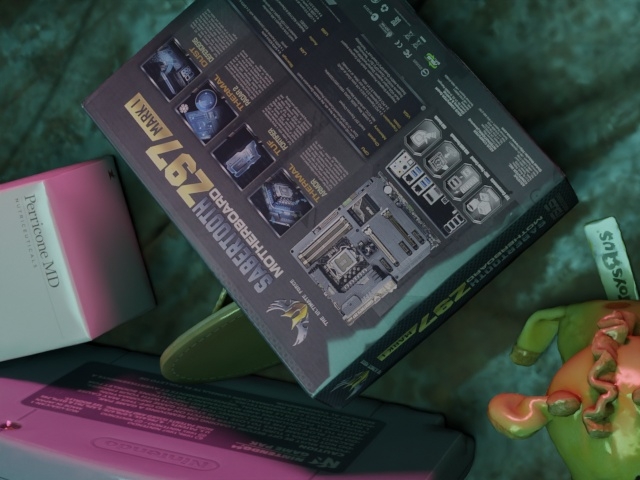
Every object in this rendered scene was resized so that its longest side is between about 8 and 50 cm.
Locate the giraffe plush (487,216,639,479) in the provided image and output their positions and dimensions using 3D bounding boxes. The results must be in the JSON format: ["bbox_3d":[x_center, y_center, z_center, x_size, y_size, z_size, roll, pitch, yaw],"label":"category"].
[{"bbox_3d":[0.184,0.097,0.906,0.181,0.170,0.210,-35,88,21],"label":"giraffe plush"}]

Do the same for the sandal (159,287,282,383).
[{"bbox_3d":[0.003,0.002,1.013,0.240,0.088,0.079,-28,60,14],"label":"sandal"}]

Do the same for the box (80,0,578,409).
[{"bbox_3d":[0.002,-0.050,0.944,0.183,0.059,0.233,-42,69,4],"label":"box"}]

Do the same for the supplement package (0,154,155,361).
[{"bbox_3d":[-0.214,0.022,1.058,0.179,0.105,0.105,-14,95,20],"label":"supplement package"}]

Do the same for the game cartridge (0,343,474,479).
[{"bbox_3d":[-0.074,0.127,0.984,0.297,0.198,0.062,10,108,17],"label":"game cartridge"}]
